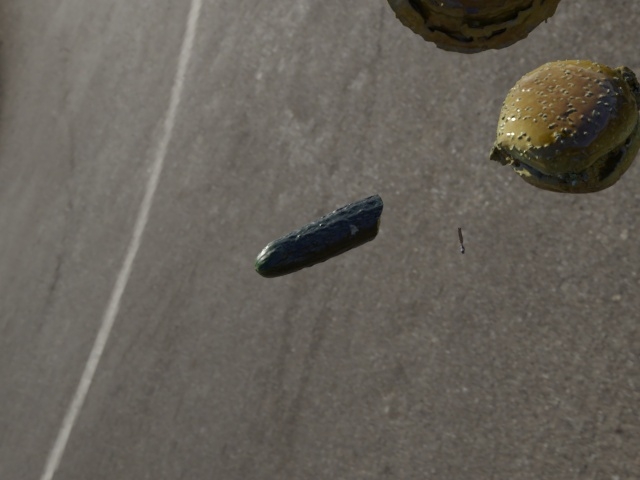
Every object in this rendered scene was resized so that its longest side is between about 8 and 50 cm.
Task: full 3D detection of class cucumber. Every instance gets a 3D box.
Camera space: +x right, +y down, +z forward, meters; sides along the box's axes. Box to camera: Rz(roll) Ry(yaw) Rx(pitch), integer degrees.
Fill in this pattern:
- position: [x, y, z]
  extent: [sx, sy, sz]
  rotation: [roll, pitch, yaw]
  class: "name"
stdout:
- position: [0.000, 0.000, 1.571]
  extent: [0.242, 0.074, 0.074]
  rotation: [-24, 36, -10]
  class: "cucumber"

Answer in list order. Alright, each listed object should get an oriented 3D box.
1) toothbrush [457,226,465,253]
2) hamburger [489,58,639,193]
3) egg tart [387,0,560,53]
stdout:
- position: [0.213, 0.000, 1.426]
  extent: [0.006, 0.097, 0.008]
  rotation: [-4, 68, 11]
  class: "toothbrush"
- position: [0.353, -0.173, 1.324]
  extent: [0.189, 0.122, 0.215]
  rotation: [32, 73, 34]
  class: "hamburger"
- position: [0.166, -0.322, 1.023]
  extent: [0.241, 0.241, 0.106]
  rotation: [-47, 2, 23]
  class: "egg tart"
